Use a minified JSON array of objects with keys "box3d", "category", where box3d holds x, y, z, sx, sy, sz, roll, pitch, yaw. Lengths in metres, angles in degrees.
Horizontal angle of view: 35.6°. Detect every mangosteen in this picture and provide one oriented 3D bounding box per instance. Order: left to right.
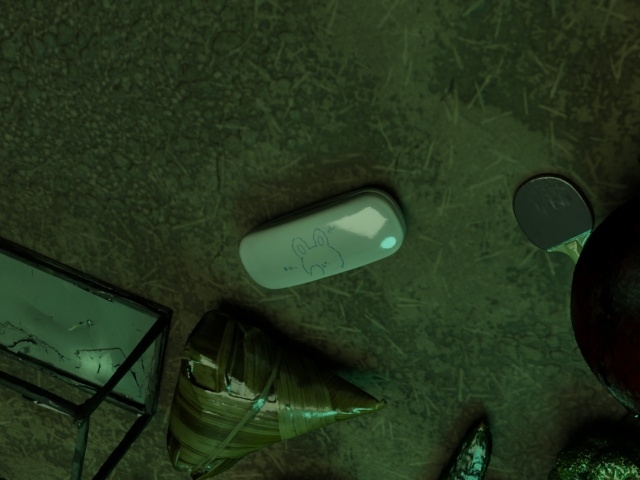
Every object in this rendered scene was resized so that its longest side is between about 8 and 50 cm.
[{"box3d":[0.411,0.057,1.026,0.311,0.311,0.311,10,121,16],"category":"mangosteen"}]

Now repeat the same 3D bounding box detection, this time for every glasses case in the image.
[{"box3d":[0.000,0.000,1.279,0.233,0.059,0.092,-17,109,27],"category":"glasses case"}]

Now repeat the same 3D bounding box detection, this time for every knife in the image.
[{"box3d":[0.432,0.191,1.249,0.023,0.010,0.170,35,123,0],"category":"knife"}]

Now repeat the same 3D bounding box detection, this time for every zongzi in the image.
[{"box3d":[-0.071,0.261,1.424,0.288,0.134,0.286,18,130,2],"category":"zongzi"}]

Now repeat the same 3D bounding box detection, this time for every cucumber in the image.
[{"box3d":[0.185,0.364,1.413,0.067,0.067,0.293,26,122,6],"category":"cucumber"}]

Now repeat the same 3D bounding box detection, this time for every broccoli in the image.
[{"box3d":[0.374,0.310,1.270,0.162,0.138,0.146,4,155,9],"category":"broccoli"}]

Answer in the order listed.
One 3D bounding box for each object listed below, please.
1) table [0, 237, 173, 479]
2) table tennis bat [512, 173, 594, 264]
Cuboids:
[{"box3d":[-0.433,0.192,1.429,0.335,0.272,0.222,21,123,9],"category":"table"},{"box3d":[0.290,-0.010,1.189,0.087,0.013,0.156,-26,105,30],"category":"table tennis bat"}]
